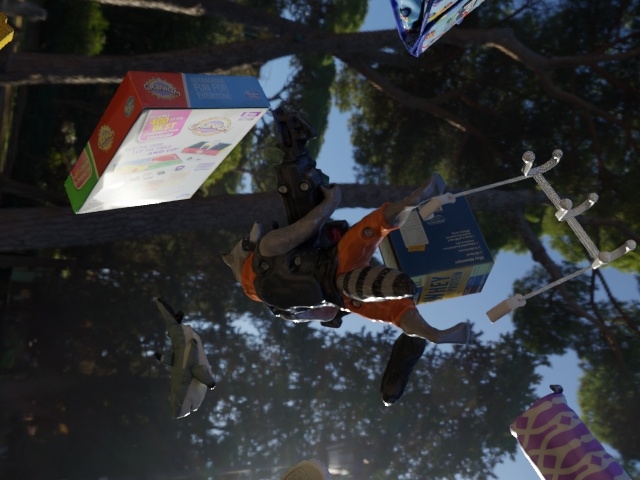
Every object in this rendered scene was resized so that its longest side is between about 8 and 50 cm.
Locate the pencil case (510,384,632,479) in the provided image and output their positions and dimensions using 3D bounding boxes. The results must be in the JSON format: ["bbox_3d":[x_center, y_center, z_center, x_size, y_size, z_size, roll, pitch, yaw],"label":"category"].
[{"bbox_3d":[0.311,0.277,0.657,0.086,0.088,0.206,-49,-132,23],"label":"pencil case"}]

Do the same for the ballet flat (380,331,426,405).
[{"bbox_3d":[0.153,0.232,1.071,0.173,0.057,0.049,-55,165,-35],"label":"ballet flat"}]

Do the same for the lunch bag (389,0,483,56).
[{"bbox_3d":[0.226,-0.451,0.958,0.221,0.293,0.138,-42,-103,4],"label":"lunch bag"}]

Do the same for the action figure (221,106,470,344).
[{"bbox_3d":[0.000,0.000,0.730,0.330,0.178,0.342,-6,-68,36],"label":"action figure"}]

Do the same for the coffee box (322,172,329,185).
[{"bbox_3d":[-0.023,-0.090,1.477,0.113,0.040,0.184,-51,-160,31],"label":"coffee box"}]

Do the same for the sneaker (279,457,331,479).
[{"bbox_3d":[-0.008,0.473,1.052,0.094,0.151,0.256,33,-58,28],"label":"sneaker"}]

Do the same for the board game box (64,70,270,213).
[{"bbox_3d":[-0.267,-0.161,0.969,0.316,0.242,0.064,-36,-105,42],"label":"board game box"}]

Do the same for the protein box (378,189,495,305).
[{"bbox_3d":[0.248,0.018,1.269,0.136,0.199,0.201,89,-11,-56],"label":"protein box"}]

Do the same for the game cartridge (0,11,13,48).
[{"bbox_3d":[-0.790,-0.397,1.042,0.052,0.285,0.324,-28,-150,53],"label":"game cartridge"}]

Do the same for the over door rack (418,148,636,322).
[{"bbox_3d":[0.379,-0.027,1.001,0.240,0.324,0.108,61,-23,20],"label":"over door rack"}]

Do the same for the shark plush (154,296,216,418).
[{"bbox_3d":[-0.195,0.156,0.776,0.073,0.067,0.161,173,-102,-76],"label":"shark plush"}]
